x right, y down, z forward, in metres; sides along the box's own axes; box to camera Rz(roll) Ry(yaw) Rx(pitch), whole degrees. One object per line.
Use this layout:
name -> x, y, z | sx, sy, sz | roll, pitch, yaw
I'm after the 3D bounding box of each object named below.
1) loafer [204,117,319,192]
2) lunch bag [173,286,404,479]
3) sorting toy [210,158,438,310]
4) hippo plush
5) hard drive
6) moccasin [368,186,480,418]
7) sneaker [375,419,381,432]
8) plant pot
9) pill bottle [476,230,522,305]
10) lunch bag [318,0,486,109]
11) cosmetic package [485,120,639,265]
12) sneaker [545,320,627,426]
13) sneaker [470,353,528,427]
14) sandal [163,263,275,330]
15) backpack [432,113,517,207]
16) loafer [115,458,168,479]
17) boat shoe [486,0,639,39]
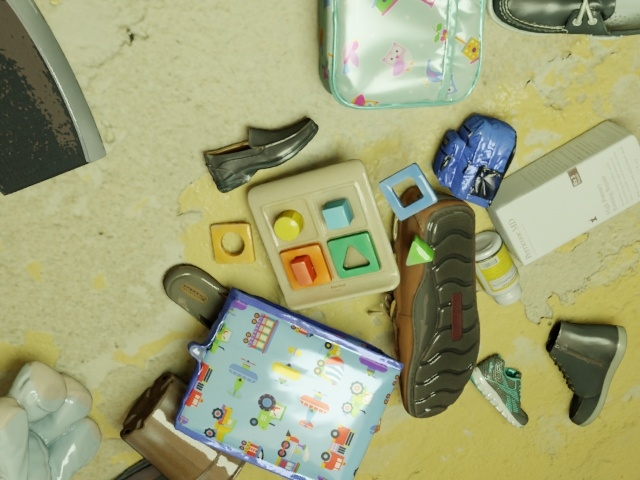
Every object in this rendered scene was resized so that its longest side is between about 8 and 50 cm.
loafer -> -0.084, -0.132, 1.053 | 0.170, 0.062, 0.061 | -30, 112, 3
lunch bag -> -0.063, 0.219, 1.112 | 0.293, 0.138, 0.221 | 25, 88, -14
sorting toy -> 0.000, 0.000, 1.065 | 0.348, 0.047, 0.196 | -14, 105, 18
hippo plush -> -0.496, 0.317, 1.141 | 0.237, 0.234, 0.294 | 4, 101, 21
hard drive -> -0.406, -0.189, 0.969 | 0.172, 0.054, 0.254 | -21, 117, -1
moccasin -> 0.161, 0.104, 1.174 | 0.139, 0.147, 0.380 | -16, 114, -19
sneaker -> 0.061, 0.249, 1.262 | 0.067, 0.064, 0.175 | -18, 106, 2
plant pot -> -0.214, 0.305, 1.187 | 0.167, 0.167, 0.165 | -44, 107, 11
pill bottle -> 0.279, 0.047, 1.199 | 0.065, 0.065, 0.116 | -31, 116, 5
lunch bag -> 0.111, -0.314, 0.974 | 0.224, 0.108, 0.279 | -2, 115, -9
cosmetic package -> 0.377, -0.073, 1.150 | 0.231, 0.085, 0.117 | -32, 116, 4
sneaker -> 0.446, 0.229, 1.319 | 0.118, 0.083, 0.222 | 11, 121, 6
sneaker -> 0.330, 0.264, 1.314 | 0.076, 0.065, 0.166 | -40, 117, 5
sandal -> -0.143, 0.111, 1.155 | 0.219, 0.060, 0.090 | 35, 105, -23
backpack -> 0.226, -0.124, 1.091 | 0.101, 0.098, 0.120 | 18, 111, -14
loafer -> -0.353, 0.474, 1.268 | 0.302, 0.095, 0.109 | -37, 115, 8
boat shoe -> 0.383, -0.334, 1.023 | 0.303, 0.091, 0.114 | -8, 116, -7
